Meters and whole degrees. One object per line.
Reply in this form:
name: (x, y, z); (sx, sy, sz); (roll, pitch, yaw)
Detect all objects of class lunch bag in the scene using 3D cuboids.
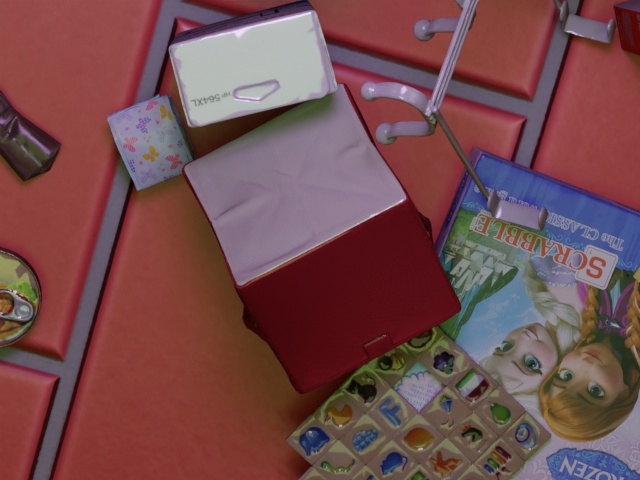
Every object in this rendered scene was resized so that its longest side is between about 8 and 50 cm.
lunch bag: (-0.173, -0.104, 1.961); (0.071, 0.053, 0.083); (-23, 109, 3)

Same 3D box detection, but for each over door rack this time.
over door rack: (0.154, -0.176, 1.831); (0.108, 0.324, 0.239); (14, 77, 33)

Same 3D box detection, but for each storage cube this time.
storage cube: (0.000, 0.000, 1.879); (0.215, 0.184, 0.193); (-27, 139, 1)

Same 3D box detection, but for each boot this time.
boot: (-0.338, -0.093, 1.965); (0.106, 0.037, 0.114); (-44, 103, 7)

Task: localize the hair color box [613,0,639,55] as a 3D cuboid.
hair color box: (0.358, -0.219, 1.908); (0.093, 0.167, 0.053); (-14, 99, 0)

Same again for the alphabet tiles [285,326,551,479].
alphabet tiles: (0.088, 0.219, 1.981); (0.198, 0.009, 0.237); (43, 98, -9)

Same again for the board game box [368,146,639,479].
board game box: (0.251, 0.105, 2.005); (0.318, 0.066, 0.318); (20, 98, -5)

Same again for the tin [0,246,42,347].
tin: (-0.382, 0.043, 1.982); (0.189, 0.040, 0.106); (21, 101, -6)

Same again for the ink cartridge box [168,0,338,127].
ink cartridge box: (-0.067, -0.177, 1.877); (0.148, 0.203, 0.086); (-14, 99, -1)
